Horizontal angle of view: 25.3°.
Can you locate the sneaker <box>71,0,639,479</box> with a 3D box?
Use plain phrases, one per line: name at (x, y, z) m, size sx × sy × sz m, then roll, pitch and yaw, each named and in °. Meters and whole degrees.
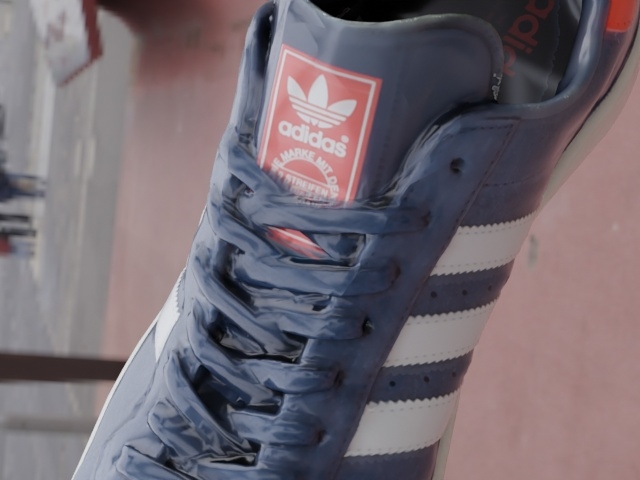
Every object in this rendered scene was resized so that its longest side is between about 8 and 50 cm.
sneaker at (0.000, 0.000, 0.472) m, size 0.350 × 0.131 × 0.148 m, roll -62°, pitch -21°, yaw -17°
